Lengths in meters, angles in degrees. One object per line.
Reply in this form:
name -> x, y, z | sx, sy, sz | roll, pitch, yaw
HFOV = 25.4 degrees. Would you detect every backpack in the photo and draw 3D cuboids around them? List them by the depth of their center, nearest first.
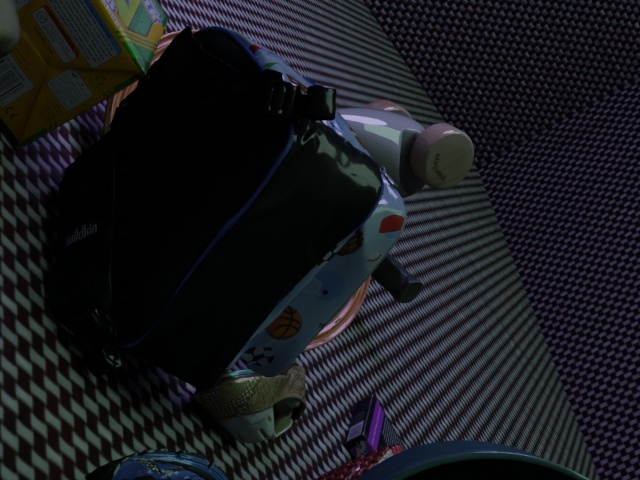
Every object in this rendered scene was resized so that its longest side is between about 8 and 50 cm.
backpack -> -0.075, -0.039, 1.145 | 0.213, 0.276, 0.263 | 34, 17, -40

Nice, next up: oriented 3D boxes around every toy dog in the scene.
toy dog -> 0.022, -0.091, 1.791 | 0.220, 0.333, 0.161 | -128, -133, -67

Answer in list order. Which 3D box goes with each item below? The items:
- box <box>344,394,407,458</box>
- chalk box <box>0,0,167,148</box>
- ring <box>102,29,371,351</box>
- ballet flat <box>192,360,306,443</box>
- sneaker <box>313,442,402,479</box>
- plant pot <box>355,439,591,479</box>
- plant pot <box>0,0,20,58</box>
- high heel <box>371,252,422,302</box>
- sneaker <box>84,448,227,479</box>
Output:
box -> 0.084, 0.267, 1.611 | 0.162, 0.029, 0.116 | 58, 14, -9
chalk box -> -0.219, -0.194, 1.194 | 0.132, 0.132, 0.213 | 57, 14, -21
ring -> -0.076, -0.048, 1.375 | 0.336, 0.032, 0.337 | 24, 54, -38
ballet flat -> -0.054, 0.146, 1.269 | 0.206, 0.073, 0.067 | 1, 75, -71
sneaker -> 0.056, 0.256, 1.399 | 0.093, 0.088, 0.225 | 65, 14, 11
plant pot -> 0.115, 0.295, 1.157 | 0.293, 0.293, 0.235 | 60, -2, -4
plant pot -> -0.288, -0.198, 0.636 | 0.334, 0.333, 0.306 | -40, 112, -77
high heel -> 0.000, 0.000, 1.804 | 0.186, 0.093, 0.261 | 43, 15, 33
sneaker -> -0.083, 0.221, 0.979 | 0.221, 0.083, 0.087 | 49, 23, -35
